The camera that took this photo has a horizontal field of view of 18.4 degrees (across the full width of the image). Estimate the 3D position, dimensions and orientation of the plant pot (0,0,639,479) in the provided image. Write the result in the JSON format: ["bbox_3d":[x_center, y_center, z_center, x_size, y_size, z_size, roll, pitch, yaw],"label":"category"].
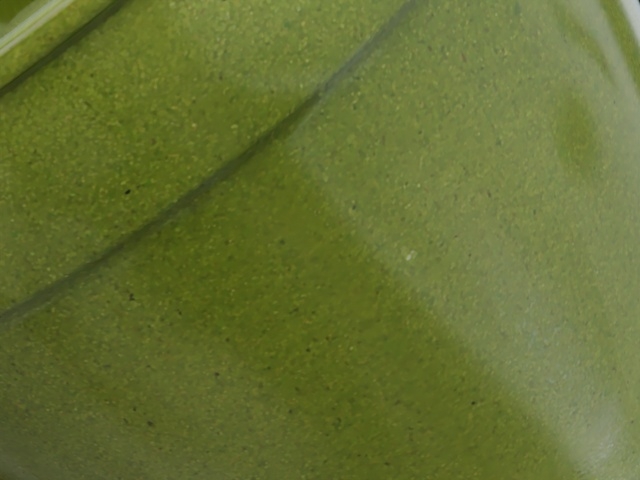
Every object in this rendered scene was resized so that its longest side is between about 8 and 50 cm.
[{"bbox_3d":[0.000,0.000,0.768,0.353,0.366,0.366,51,9,-22],"label":"plant pot"}]
